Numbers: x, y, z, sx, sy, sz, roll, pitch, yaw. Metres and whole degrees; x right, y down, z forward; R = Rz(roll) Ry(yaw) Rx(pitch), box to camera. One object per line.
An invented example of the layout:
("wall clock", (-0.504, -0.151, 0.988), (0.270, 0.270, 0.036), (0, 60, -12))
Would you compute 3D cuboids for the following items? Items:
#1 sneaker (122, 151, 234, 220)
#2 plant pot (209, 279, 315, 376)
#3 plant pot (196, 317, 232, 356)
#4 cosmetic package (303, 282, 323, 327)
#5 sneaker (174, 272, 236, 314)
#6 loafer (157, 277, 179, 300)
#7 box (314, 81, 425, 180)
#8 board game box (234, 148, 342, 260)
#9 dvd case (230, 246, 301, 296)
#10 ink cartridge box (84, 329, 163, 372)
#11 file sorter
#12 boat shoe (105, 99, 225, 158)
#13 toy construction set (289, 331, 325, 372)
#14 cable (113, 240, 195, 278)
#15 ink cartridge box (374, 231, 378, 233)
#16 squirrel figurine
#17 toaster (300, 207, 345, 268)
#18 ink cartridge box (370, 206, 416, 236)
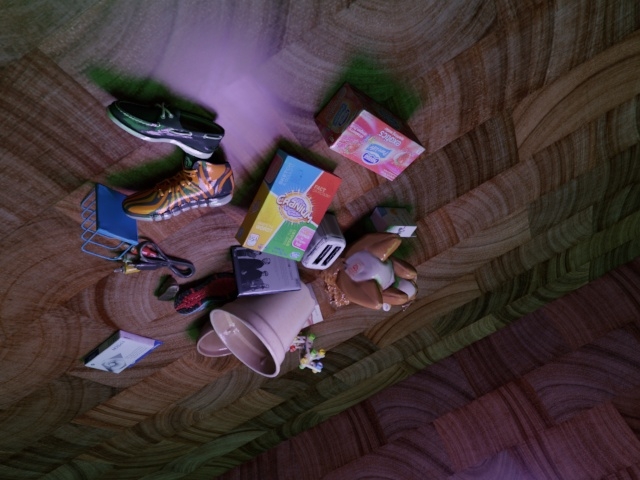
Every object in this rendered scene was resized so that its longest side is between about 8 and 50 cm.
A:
("sneaker", (-0.403, -0.173, 1.367), (0.321, 0.124, 0.180), (-18, 140, -26))
("plant pot", (-0.193, 0.286, 1.840), (0.305, 0.334, 0.334), (-45, 156, -33))
("plant pot", (-0.410, 0.382, 2.037), (0.237, 0.110, 0.237), (-15, 142, -12))
("cosmetic package", (-0.153, 0.313, 2.077), (0.296, 0.129, 0.153), (-21, 143, -4))
("sneaker", (-0.427, 0.201, 1.841), (0.261, 0.104, 0.125), (-20, 172, -17))
("loafer", (-0.552, 0.180, 1.763), (0.056, 0.050, 0.148), (13, 145, -35))
("box", (0.150, -0.317, 1.452), (0.300, 0.142, 0.154), (19, 127, -43))
("board game box", (-0.100, -0.104, 1.555), (0.242, 0.064, 0.316), (17, 107, -41))
("dvd case", (-0.197, 0.105, 1.756), (0.238, 0.179, 0.029), (-2, 158, -26))
("ink cartridge box", (-0.797, 0.463, 1.980), (0.223, 0.045, 0.224), (-37, 142, 17))
("file sorter", (-0.597, -0.049, 1.355), (0.104, 0.170, 0.118), (-36, 142, 22))
("boat shoe", (-0.379, -0.299, 1.220), (0.091, 0.114, 0.302), (-44, 151, 26))
("toy construction set", (-0.131, 0.496, 2.242), (0.151, 0.215, 0.327), (-40, 141, 20))
("cable", (-0.543, 0.060, 1.637), (0.287, 0.072, 0.139), (7, 118, -52))
("ink cartridge box", (0.227, 0.028, 1.996), (0.088, 0.052, 0.122), (-31, 145, 8))
("squirrel figurine", (0.196, 0.145, 1.927), (0.397, 0.281, 0.370), (2, 166, 33))
("toaster", (0.000, 0.000, 1.758), (0.129, 0.146, 0.227), (11, 131, -39))
("ink cartridge box", (0.295, -0.071, 1.867), (0.181, 0.104, 0.061), (1, 137, -30))
